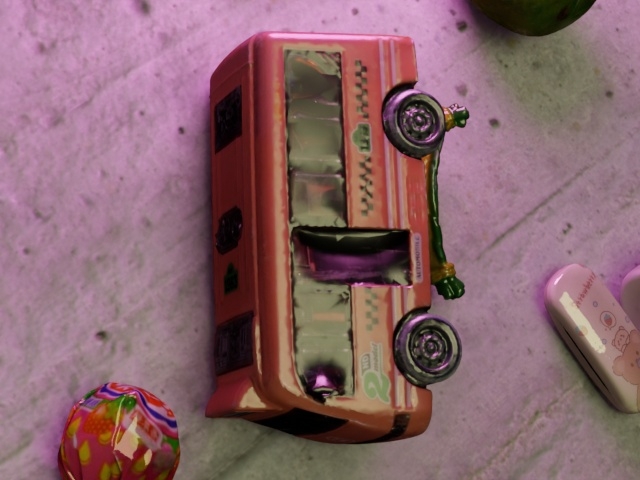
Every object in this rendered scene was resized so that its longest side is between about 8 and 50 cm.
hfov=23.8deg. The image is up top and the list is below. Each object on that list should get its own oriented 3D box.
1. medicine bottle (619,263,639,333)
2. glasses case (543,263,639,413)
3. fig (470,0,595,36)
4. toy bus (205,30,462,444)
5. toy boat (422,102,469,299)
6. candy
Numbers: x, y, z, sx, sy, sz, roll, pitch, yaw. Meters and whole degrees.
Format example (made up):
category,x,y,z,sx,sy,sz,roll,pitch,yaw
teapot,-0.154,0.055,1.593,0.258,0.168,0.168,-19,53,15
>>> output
category,x,y,z,sx,sy,sz,roll,pitch,yaw
medicine bottle,0.497,0.041,1.896,0.237,0.139,0.139,-31,95,-30
glasses case,0.345,0.120,1.847,0.081,0.051,0.204,-42,101,-26
fig,0.226,-0.366,1.840,0.203,0.235,0.203,-32,138,-33
toy bus,0.000,0.000,1.607,0.233,0.203,0.427,3,78,-22
toy boat,0.127,-0.047,1.743,0.088,0.089,0.229,4,86,-6
candy,-0.253,0.310,1.480,0.124,0.124,0.365,30,76,-20
